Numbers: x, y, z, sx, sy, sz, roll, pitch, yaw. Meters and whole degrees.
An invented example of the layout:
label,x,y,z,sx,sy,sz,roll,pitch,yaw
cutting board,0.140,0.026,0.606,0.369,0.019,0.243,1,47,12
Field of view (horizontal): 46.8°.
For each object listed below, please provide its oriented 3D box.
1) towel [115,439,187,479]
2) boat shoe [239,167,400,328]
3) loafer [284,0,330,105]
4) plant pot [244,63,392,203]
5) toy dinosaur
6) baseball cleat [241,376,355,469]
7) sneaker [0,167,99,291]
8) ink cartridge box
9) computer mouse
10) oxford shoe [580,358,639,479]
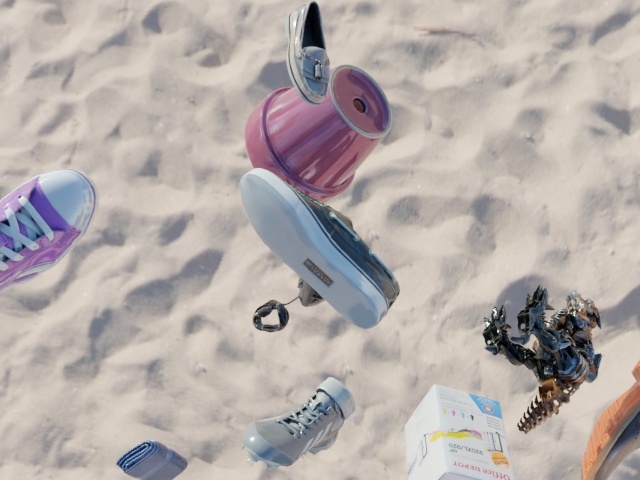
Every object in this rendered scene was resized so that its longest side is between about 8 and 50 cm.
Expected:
label,x,y,z,sx,sy,sz,roll,pitch,yaw
towel,-0.255,0.339,1.132,0.067,0.119,0.029,-35,55,-3
boat shoe,0.000,0.000,0.828,0.219,0.077,0.070,48,49,-4
loafer,-0.011,-0.206,0.801,0.039,0.045,0.125,-36,54,42
plant pot,0.008,-0.178,1.181,0.180,0.201,0.202,-31,56,43
toy dinosaur,0.427,0.203,1.354,0.218,0.164,0.322,40,32,-7
baseball cleat,-0.022,0.215,0.902,0.072,0.206,0.110,34,96,21
sneaker,-0.378,0.020,0.839,0.282,0.161,0.102,-39,99,-4
ink cartridge box,0.298,0.471,1.613,0.171,0.168,0.233,17,37,-12
computer mouse,-0.040,0.077,1.082,0.041,0.242,0.071,7,58,-37
oxford shoe,0.639,0.365,1.460,0.132,0.130,0.364,29,111,8
